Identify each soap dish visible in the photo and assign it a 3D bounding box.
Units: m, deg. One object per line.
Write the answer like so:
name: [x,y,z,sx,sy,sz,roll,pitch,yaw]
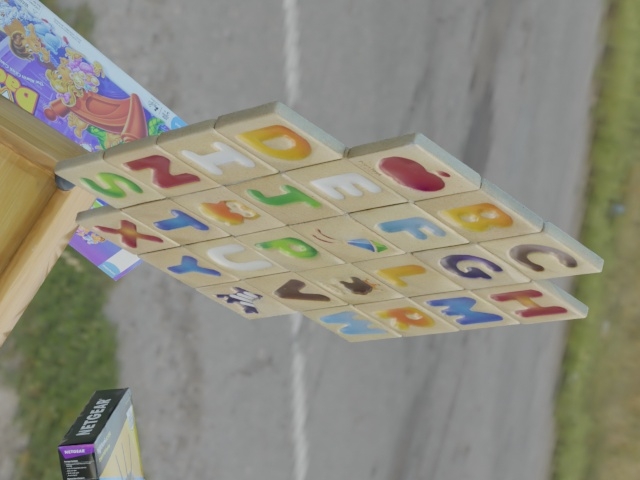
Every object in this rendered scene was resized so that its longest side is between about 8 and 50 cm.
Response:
soap dish: [-0.397,-0.019,1.832,0.291,0.229,0.118,-57,-175,-1]

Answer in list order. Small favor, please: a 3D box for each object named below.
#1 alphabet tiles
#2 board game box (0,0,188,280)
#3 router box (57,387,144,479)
alphabet tiles: [0.000,0.000,1.111,0.285,0.342,0.011,32,63,-34]
board game box: [-0.325,-0.146,2.052,0.078,0.347,0.233,-33,-152,36]
router box: [-0.236,0.253,1.846,0.179,0.046,0.133,-70,153,-74]
